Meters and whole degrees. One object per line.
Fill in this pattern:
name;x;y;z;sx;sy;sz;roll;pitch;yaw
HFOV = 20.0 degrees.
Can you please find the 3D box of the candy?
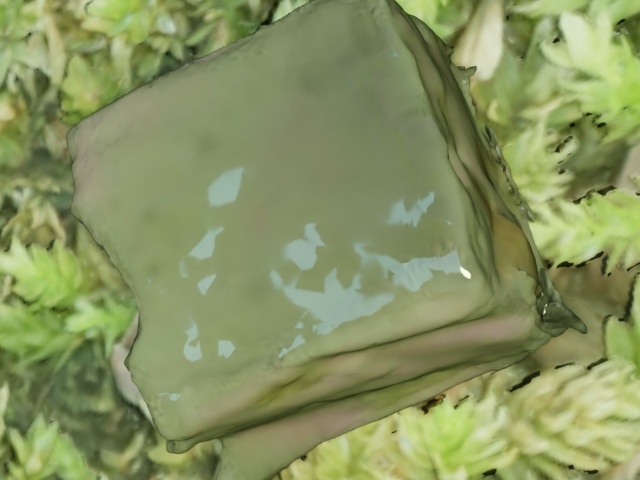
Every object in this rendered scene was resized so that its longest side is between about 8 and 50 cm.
candy;0.000;0.000;0.844;0.195;0.137;0.185;-23;70;15
